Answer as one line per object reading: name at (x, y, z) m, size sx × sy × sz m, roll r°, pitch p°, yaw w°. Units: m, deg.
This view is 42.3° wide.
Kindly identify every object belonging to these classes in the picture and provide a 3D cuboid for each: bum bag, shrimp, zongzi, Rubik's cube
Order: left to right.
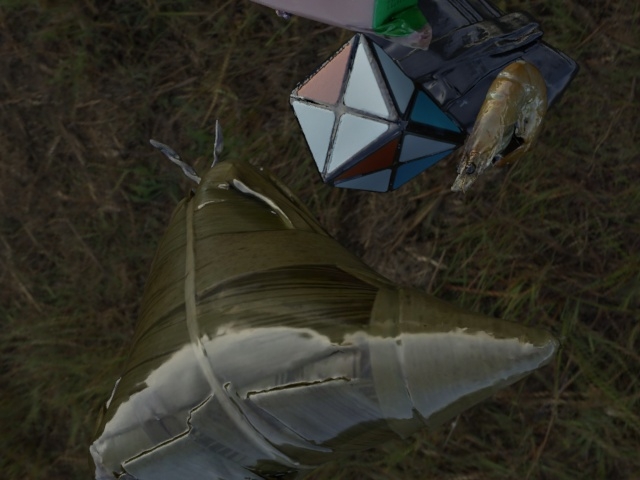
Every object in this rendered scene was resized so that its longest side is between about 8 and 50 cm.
zongzi at (0.013, 0.013, 0.869) m, size 0.466 × 0.500 × 0.218 m, roll -23°, pitch 130°, yaw 25°
Rubik's cube at (0.120, -0.266, 1.770) m, size 0.250 × 0.246 × 0.248 m, roll -34°, pitch 67°, yaw 36°
bum bag at (0.123, -0.200, 0.797) m, size 0.123 × 0.060 × 0.248 m, roll -46°, pitch 77°, yaw 10°
shrimp at (0.127, -0.072, 0.564) m, size 0.059 × 0.108 × 0.023 m, roll 35°, pitch 168°, yaw -37°

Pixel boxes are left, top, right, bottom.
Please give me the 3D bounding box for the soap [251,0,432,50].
soap at (0.013, -0.307, 0.635) m, size 0.217 × 0.098 × 0.273 m, roll 21°, pitch 129°, yaw 20°
